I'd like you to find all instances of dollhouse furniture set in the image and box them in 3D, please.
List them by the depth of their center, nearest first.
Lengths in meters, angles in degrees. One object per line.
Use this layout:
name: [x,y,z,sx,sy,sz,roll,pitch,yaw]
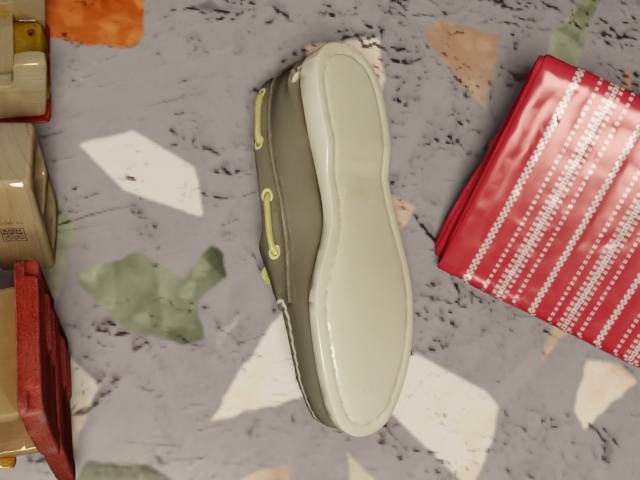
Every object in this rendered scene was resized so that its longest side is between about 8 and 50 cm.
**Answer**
dollhouse furniture set: [-0.292,-0.008,0.631,0.201,0.152,0.374,-5,61,-10]

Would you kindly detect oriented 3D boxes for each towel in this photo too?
towel: [0.252,-0.007,0.696,0.275,0.031,0.199,27,109,5]

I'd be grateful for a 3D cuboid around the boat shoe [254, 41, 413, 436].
boat shoe: [0.003,0.000,0.687,0.109,0.091,0.305,7,75,-46]
